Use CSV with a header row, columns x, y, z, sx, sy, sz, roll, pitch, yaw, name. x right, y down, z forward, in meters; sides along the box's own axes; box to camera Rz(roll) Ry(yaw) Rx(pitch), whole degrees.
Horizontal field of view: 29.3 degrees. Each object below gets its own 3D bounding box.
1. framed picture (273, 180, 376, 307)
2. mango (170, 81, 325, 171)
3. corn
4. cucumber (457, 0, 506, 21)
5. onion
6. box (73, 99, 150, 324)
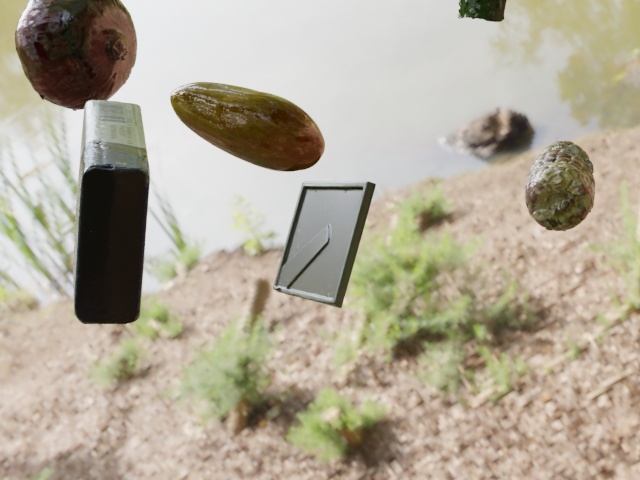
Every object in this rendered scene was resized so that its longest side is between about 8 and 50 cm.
x,y,z,sx,sy,sz,roll,pitch,yaw,name
0.000,0.000,2.106,0.289,0.020,0.211,6,80,67,framed picture
-0.113,-0.182,1.890,0.138,0.253,0.113,-61,-7,-84,mango
0.346,-0.085,1.746,0.098,0.098,0.290,-23,8,20,corn
0.193,-0.319,1.478,0.067,0.107,0.035,17,22,41,cucumber
-0.453,-0.369,2.315,0.190,0.246,0.246,5,45,34,onion
-0.222,-0.037,1.289,0.071,0.168,0.259,4,19,-11,box
